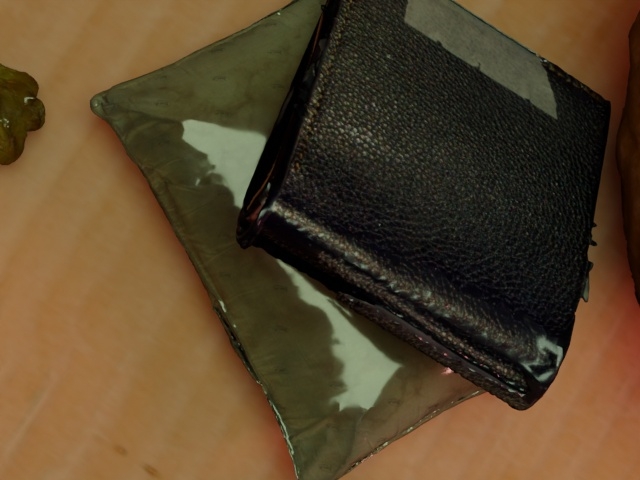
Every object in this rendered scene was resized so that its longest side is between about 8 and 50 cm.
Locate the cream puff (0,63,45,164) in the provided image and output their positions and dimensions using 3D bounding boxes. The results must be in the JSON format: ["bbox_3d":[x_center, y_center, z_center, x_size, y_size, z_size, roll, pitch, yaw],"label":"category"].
[{"bbox_3d":[-0.219,-0.086,1.254,0.083,0.058,0.083,43,75,-1],"label":"cream puff"}]

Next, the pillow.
[{"bbox_3d":[0.000,0.000,1.273,0.185,0.075,0.302,-28,87,-17],"label":"pillow"}]

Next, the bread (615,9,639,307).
[{"bbox_3d":[0.324,-0.062,1.195,0.215,0.398,0.398,1,82,-21],"label":"bread"}]

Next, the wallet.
[{"bbox_3d":[0.073,-0.045,1.248,0.221,0.071,0.262,29,52,-13],"label":"wallet"}]
